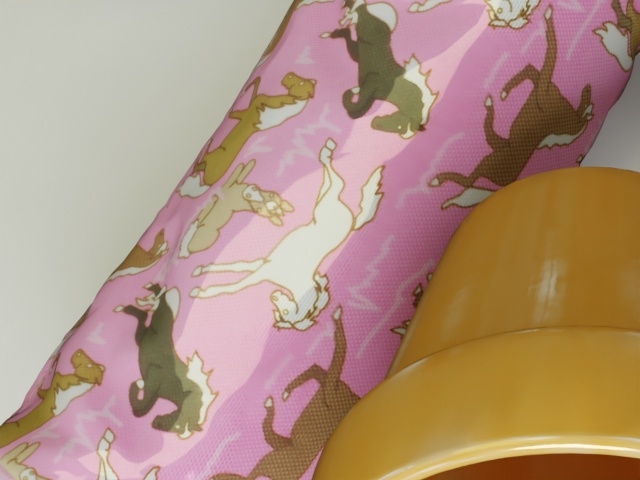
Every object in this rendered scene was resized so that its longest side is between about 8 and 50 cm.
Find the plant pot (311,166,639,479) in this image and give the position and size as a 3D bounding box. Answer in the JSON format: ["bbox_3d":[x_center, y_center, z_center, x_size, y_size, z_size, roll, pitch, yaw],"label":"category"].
[{"bbox_3d":[0.101,0.077,0.655,0.205,0.205,0.188,-24,33,27],"label":"plant pot"}]

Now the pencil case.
[{"bbox_3d":[0.000,0.000,0.814,0.386,0.160,0.167,-58,22,-6],"label":"pencil case"}]
